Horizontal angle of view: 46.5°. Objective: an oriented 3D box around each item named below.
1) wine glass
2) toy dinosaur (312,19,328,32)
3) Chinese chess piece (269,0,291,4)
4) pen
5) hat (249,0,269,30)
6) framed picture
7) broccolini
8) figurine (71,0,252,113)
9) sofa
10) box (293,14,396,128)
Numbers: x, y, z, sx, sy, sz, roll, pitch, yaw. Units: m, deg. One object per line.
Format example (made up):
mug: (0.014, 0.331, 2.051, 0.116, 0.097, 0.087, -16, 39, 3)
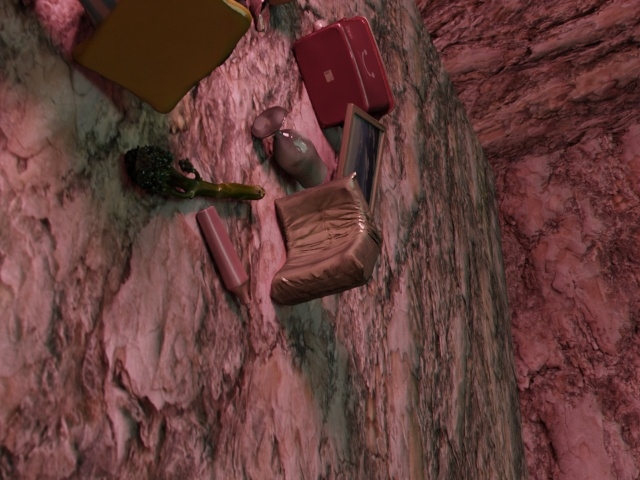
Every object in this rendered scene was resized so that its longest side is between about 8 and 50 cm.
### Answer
wine glass: (-0.063, -0.201, 1.657, 0.202, 0.092, 0.093, 49, 32, -43)
toy dinosaur: (0.049, -0.527, 2.151, 0.177, 0.152, 0.194, 35, -7, 26)
Chinese chess piece: (-0.133, -0.757, 1.846, 0.338, 0.140, 0.338, 49, 32, -47)
pen: (-0.166, 0.035, 1.326, 0.197, 0.032, 0.053, 67, 22, -6)
hat: (-0.151, -0.550, 1.790, 0.058, 0.042, 0.087, -30, 135, -64)
framed picture: (0.099, -0.157, 1.918, 0.247, 0.022, 0.335, 13, 85, -64)
broccolini: (-0.195, -0.112, 1.306, 0.392, 0.073, 0.079, -2, 83, -65)
figurine: (-0.282, -0.452, 1.175, 0.361, 0.266, 0.378, 48, 25, -42)
sofa: (0.000, 0.000, 1.504, 0.176, 0.210, 0.225, 66, 24, -18)
box: (0.057, -0.444, 2.000, 0.167, 0.193, 0.294, -29, 101, -58)
